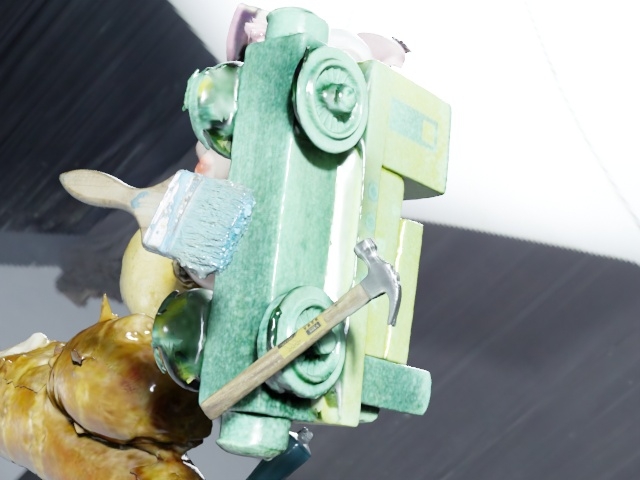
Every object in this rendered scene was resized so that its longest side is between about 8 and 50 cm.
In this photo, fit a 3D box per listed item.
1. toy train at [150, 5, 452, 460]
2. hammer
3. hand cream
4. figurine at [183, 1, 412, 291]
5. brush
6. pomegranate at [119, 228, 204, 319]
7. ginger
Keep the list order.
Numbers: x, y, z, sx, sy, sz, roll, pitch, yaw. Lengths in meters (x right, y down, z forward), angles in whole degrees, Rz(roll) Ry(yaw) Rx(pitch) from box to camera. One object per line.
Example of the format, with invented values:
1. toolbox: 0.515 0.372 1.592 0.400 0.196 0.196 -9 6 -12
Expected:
1. toy train: 0.000 0.000 0.964 0.253 0.160 0.397 20 71 -48
2. hammer: -0.015 0.077 0.787 0.062 0.182 0.017 54 13 15
3. hand cream: -0.093 0.332 1.406 0.048 0.224 0.083 42 -8 18
4. figurine: -0.041 -0.079 1.262 0.211 0.361 0.253 13 25 -14
5. brush: -0.126 -0.025 0.764 0.196 0.070 0.021 17 -12 40
6. pomegranate: -0.124 0.058 1.580 0.332 0.332 0.332 40 19 -17
7. ginger: -0.269 0.178 1.256 0.176 0.254 0.418 -6 12 -41
